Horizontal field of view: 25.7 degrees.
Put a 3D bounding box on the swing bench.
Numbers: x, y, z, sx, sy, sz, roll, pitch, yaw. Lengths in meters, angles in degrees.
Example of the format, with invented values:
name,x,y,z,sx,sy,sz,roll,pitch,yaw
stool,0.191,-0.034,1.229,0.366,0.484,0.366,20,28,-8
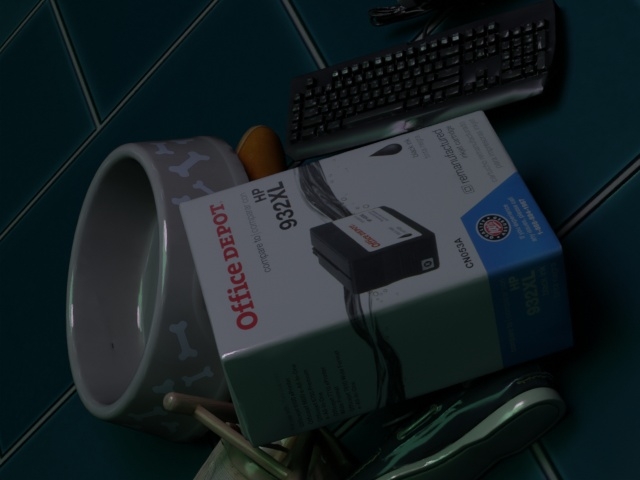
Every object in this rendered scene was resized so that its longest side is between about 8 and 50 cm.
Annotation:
name,x,y,z,sx,sy,sz,roll,pitch,yaw
swing bench,-0.105,0.286,1.378,0.165,0.255,0.253,34,98,17

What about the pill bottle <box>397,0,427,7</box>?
name,x,y,z,sx,sy,sz,roll,pitch,yaw
pill bottle,0.163,-0.329,1.448,0.208,0.119,0.119,-18,56,14

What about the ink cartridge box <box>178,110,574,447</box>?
name,x,y,z,sx,sy,sz,roll,pitch,yaw
ink cartridge box,0.045,0.030,1.285,0.307,0.129,0.223,-17,42,-3

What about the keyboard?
name,x,y,z,sx,sy,sz,roll,pitch,yaw
keyboard,0.105,-0.199,1.496,0.317,0.033,0.201,-13,51,28

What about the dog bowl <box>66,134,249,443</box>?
name,x,y,z,sx,sy,sz,roll,pitch,yaw
dog bowl,-0.188,0.049,1.564,0.349,0.102,0.349,-22,64,59

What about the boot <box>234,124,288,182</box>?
name,x,y,z,sx,sy,sz,roll,pitch,yaw
boot,-0.001,0.000,1.508,0.211,0.104,0.295,-9,67,34

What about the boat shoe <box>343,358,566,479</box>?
name,x,y,z,sx,sy,sz,roll,pitch,yaw
boat shoe,0.106,0.185,1.302,0.254,0.095,0.079,-39,49,22
